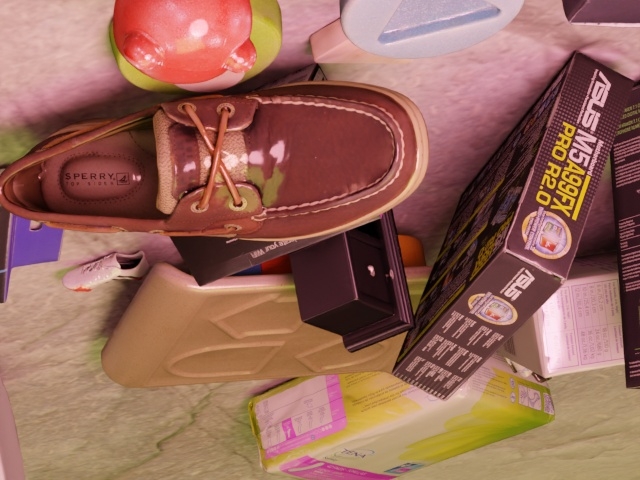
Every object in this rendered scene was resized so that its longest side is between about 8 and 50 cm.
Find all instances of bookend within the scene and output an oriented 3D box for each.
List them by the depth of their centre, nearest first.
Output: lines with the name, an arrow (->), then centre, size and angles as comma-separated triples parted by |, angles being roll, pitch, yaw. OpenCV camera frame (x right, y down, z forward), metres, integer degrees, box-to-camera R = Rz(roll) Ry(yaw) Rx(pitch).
bookend -> 0.000, 0.000, 1.698 | 0.072, 0.156, 0.157 | -23, 153, 28

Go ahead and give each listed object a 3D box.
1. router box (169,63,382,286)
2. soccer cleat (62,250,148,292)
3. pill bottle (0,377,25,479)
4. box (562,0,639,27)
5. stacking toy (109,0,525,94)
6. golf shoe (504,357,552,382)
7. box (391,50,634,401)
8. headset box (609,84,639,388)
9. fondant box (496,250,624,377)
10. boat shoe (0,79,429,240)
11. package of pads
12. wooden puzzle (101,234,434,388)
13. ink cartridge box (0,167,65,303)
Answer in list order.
router box -> -0.053, -0.052, 1.602 | 0.179, 0.046, 0.133 | -20, 112, 22
soccer cleat -> -0.203, 0.027, 1.835 | 0.083, 0.029, 0.035 | -9, 148, -13
pill bottle -> -0.495, 0.249, 1.991 | 0.361, 0.204, 0.204 | -11, 157, -2
box -> 0.228, -0.250, 1.230 | 0.108, 0.153, 0.207 | -2, 156, -22
stacking toy -> -0.014, -0.145, 1.392 | 0.309, 0.130, 0.279 | -5, 156, -12
golf shoe -> 0.218, 0.103, 2.123 | 0.069, 0.086, 0.176 | -21, 153, 26
box -> 0.163, -0.007, 1.682 | 0.060, 0.216, 0.270 | 26, 148, -5
headset box -> 0.391, -0.014, 1.702 | 0.246, 0.283, 0.131 | 4, 168, -28
fondant box -> 0.350, 0.057, 1.949 | 0.330, 0.096, 0.238 | -10, -176, -5
boat shoe -> -0.090, -0.054, 1.486 | 0.342, 0.123, 0.123 | -1, -174, 22
package of pads -> 0.090, 0.197, 2.262 | 0.296, 0.101, 0.229 | -24, 155, 26
wooden puzzle -> -0.023, 0.068, 1.930 | 0.348, 0.080, 0.322 | 2, 159, -17
ink cartridge box -> -0.320, 0.001, 1.699 | 0.208, 0.045, 0.206 | -6, 156, -14
